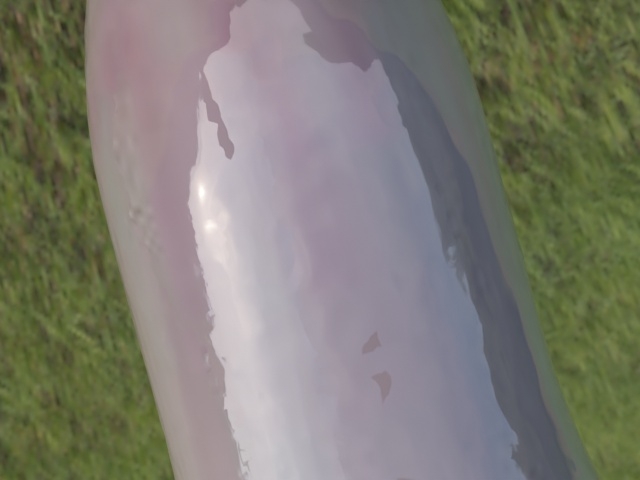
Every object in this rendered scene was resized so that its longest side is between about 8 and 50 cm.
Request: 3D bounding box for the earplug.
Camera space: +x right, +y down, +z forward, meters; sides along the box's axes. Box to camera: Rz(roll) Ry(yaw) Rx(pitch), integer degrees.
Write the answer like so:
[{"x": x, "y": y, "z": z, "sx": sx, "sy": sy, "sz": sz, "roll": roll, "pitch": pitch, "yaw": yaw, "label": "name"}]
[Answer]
[{"x": 0.000, "y": 0.000, "z": 0.465, "sx": 0.172, "sy": 0.301, "sz": 0.172, "roll": -14, "pitch": -165, "yaw": 4, "label": "earplug"}]
